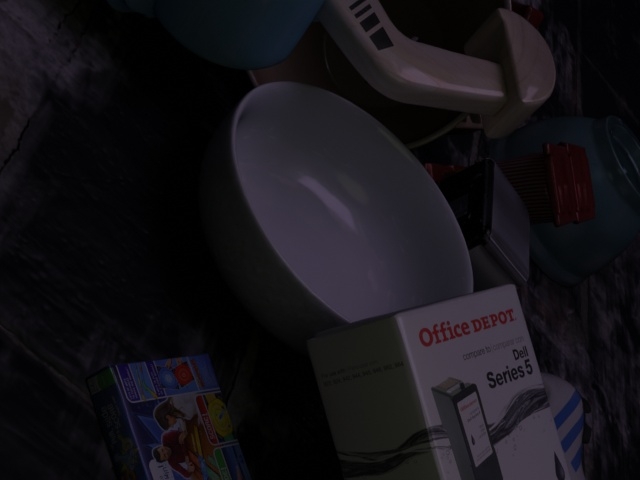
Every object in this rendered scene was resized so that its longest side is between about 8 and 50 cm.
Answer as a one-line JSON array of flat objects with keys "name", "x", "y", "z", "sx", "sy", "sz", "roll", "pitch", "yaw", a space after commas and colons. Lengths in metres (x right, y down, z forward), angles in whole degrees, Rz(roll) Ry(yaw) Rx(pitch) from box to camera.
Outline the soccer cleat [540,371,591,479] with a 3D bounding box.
[{"name": "soccer cleat", "x": 0.283, "y": 0.309, "z": 1.532, "sx": 0.143, "sy": 0.116, "sz": 0.331, "roll": 26, "pitch": 40, "yaw": -21}]

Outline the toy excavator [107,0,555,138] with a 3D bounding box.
[{"name": "toy excavator", "x": -0.008, "y": -0.269, "z": 1.277, "sx": 0.433, "sy": 0.222, "sz": 0.445, "roll": -21, "pitch": 76, "yaw": -34}]

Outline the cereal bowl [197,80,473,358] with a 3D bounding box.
[{"name": "cereal bowl", "x": 0.000, "y": 0.000, "z": 1.290, "sx": 0.339, "sy": 0.141, "sz": 0.339, "roll": 28, "pitch": 41, "yaw": -28}]

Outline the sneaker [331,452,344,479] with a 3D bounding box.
[{"name": "sneaker", "x": 0.031, "y": 0.276, "z": 1.131, "sx": 0.148, "sy": 0.131, "sz": 0.350, "roll": 48, "pitch": 34, "yaw": -34}]

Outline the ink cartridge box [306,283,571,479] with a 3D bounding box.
[{"name": "ink cartridge box", "x": 0.121, "y": 0.191, "z": 1.085, "sx": 0.198, "sy": 0.115, "sz": 0.273, "roll": -10, "pitch": 83, "yaw": -49}]

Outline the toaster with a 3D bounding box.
[{"name": "toaster", "x": 0.179, "y": 0.006, "z": 1.548, "sx": 0.110, "sy": 0.168, "sz": 0.185, "roll": 45, "pitch": 34, "yaw": -27}]

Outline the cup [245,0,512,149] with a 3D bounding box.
[{"name": "cup", "x": 0.072, "y": -0.266, "z": 1.524, "sx": 0.331, "sy": 0.331, "sz": 0.237, "roll": 63, "pitch": 5, "yaw": 3}]

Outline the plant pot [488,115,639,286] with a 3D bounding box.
[{"name": "plant pot", "x": 0.449, "y": -0.092, "z": 2.002, "sx": 0.293, "sy": 0.196, "sz": 0.293, "roll": 36, "pitch": 39, "yaw": -36}]

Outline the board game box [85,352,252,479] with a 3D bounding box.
[{"name": "board game box", "x": -0.123, "y": 0.205, "z": 1.068, "sx": 0.136, "sy": 0.035, "sz": 0.201, "roll": 1, "pitch": 64, "yaw": -56}]

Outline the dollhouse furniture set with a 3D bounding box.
[{"name": "dollhouse furniture set", "x": 0.250, "y": -0.190, "z": 1.703, "sx": 0.152, "sy": 0.201, "sz": 0.374, "roll": -5, "pitch": 84, "yaw": -58}]
